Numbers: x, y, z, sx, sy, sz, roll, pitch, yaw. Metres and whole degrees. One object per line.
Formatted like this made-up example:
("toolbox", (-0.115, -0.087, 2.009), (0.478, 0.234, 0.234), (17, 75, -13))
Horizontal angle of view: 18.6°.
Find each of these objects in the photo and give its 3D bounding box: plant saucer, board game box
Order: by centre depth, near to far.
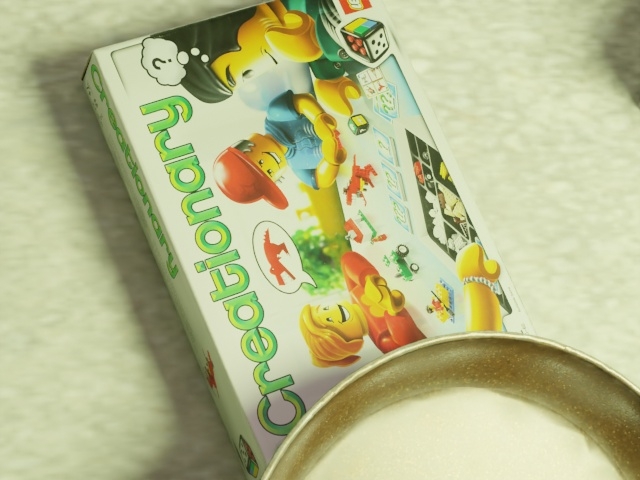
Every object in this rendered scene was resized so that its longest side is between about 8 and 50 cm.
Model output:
("plant saucer", (0.090, 0.207, 1.103), (0.310, 0.050, 0.311), (2, 83, -20))
("board game box", (0.000, 0.000, 1.187), (0.193, 0.053, 0.305), (-19, 76, -21))
